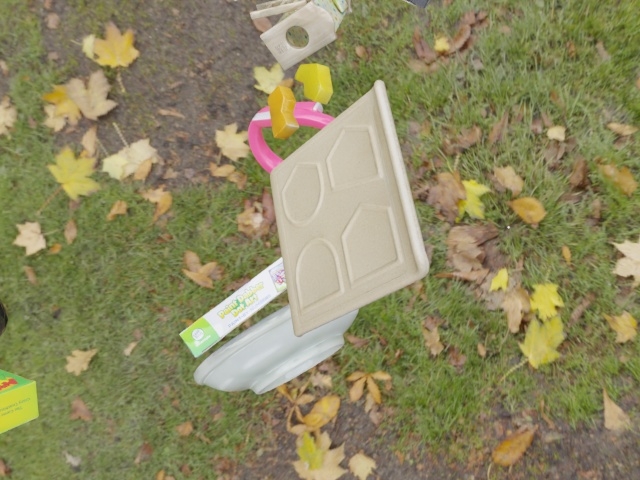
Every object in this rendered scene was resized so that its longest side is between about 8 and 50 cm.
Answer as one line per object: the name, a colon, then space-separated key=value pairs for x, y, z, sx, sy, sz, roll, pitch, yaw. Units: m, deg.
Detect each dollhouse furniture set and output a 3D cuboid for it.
dollhouse furniture set: x=-0.034 y=-0.364 z=0.873 sx=0.101 sy=0.182 sz=0.161 roll=-22 pitch=120 yaw=31

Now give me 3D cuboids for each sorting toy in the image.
sorting toy: x=0.016 y=-0.069 z=0.696 sx=0.229 sy=0.041 sz=0.307 roll=-35 pitch=58 yaw=47

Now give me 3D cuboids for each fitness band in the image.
fitness band: x=-0.036 y=-0.208 z=1.379 sx=0.290 sy=0.209 sz=0.054 roll=6 pitch=53 yaw=34

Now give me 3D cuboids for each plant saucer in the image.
plant saucer: x=-0.064 y=0.225 z=1.303 sx=0.400 sy=0.400 sz=0.101 roll=-35 pitch=75 yaw=14

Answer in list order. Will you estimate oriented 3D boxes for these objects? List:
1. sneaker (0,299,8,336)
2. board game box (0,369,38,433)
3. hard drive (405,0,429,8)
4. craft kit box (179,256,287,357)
sneaker: x=-0.286 y=0.142 z=0.361 sx=0.384 sy=0.147 sz=0.145 roll=-41 pitch=79 yaw=38
board game box: x=-0.386 y=0.179 z=0.612 sx=0.092 sy=0.181 sz=0.043 roll=7 pitch=103 yaw=30
hard drive: x=0.133 y=-0.557 z=1.018 sx=0.236 sy=0.064 sz=0.339 roll=25 pitch=67 yaw=0
craft kit box: x=-0.134 y=0.111 z=1.166 sx=0.246 sy=0.250 sz=0.061 roll=-34 pitch=90 yaw=-7
